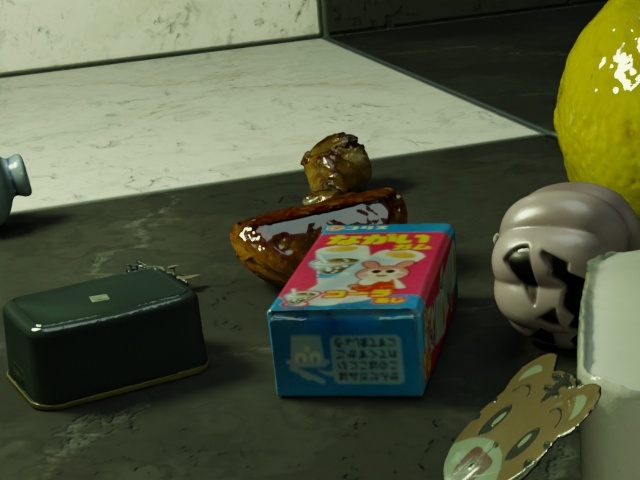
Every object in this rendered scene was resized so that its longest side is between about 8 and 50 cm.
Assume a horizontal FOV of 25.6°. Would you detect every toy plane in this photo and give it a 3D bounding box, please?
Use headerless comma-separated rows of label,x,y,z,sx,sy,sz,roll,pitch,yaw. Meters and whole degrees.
toy plane,-0.209,0.044,1.795,0.121,0.031,0.049,6,11,40

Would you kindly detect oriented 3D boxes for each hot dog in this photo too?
hot dog,0.000,-0.002,1.765,0.227,0.099,0.160,-8,17,-7

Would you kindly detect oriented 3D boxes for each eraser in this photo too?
eraser,0.333,0.113,1.225,0.331,0.150,0.331,-4,20,2

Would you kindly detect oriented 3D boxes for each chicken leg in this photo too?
chicken leg,0.019,-0.086,2.090,0.107,0.087,0.251,-22,19,16

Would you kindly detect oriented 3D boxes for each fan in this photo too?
fan,0.117,0.175,1.085,0.227,0.008,0.152,-43,13,-3

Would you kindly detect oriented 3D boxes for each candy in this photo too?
candy,0.055,0.068,1.529,0.157,0.100,0.306,-2,18,13

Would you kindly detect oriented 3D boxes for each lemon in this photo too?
lemon,0.455,-0.160,1.701,0.350,0.387,0.350,-5,42,5

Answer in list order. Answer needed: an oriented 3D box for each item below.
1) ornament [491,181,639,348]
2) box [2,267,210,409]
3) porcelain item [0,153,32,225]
ornament,0.257,0.026,1.489,0.177,0.177,0.177,-4,17,1
box,-0.232,0.100,1.512,0.201,0.090,0.144,-12,19,-24
porcelain item,-0.560,-0.065,2.082,0.259,0.141,0.141,-16,19,-11
